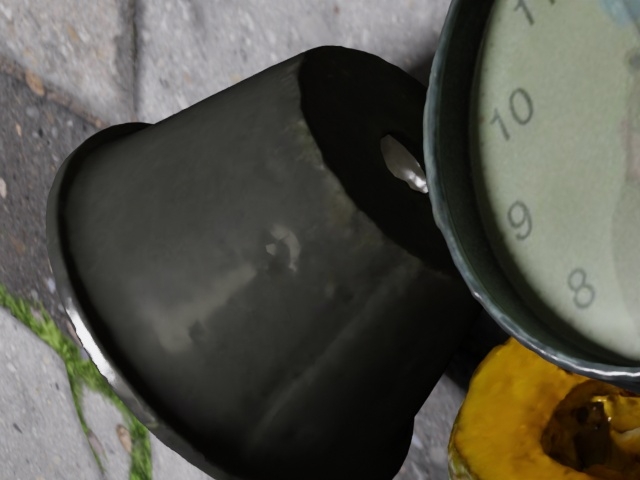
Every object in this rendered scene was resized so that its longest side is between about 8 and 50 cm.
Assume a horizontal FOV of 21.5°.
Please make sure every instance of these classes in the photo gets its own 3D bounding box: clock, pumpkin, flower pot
[{"bbox_3d":[0.156,-0.070,0.734,0.280,0.055,0.281,-14,72,48],"label":"clock"},{"bbox_3d":[0.200,0.119,0.775,0.280,0.190,0.139,5,124,40],"label":"pumpkin"},{"bbox_3d":[0.000,0.000,0.946,0.166,0.269,0.269,-40,76,29],"label":"flower pot"}]
